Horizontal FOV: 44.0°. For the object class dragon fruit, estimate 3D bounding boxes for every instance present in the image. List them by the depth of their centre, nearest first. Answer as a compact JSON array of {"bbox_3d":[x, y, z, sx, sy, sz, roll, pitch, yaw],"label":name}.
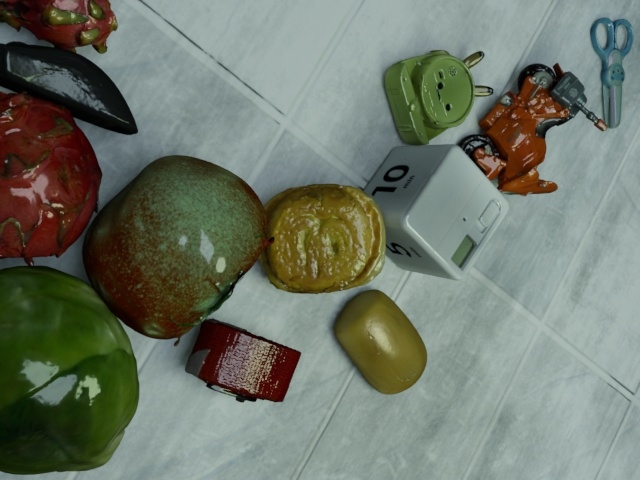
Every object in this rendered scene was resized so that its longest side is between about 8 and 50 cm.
[{"bbox_3d":[-0.435,-0.092,1.149,0.240,0.241,0.252,-22,80,-26],"label":"dragon fruit"},{"bbox_3d":[-0.411,-0.359,1.196,0.207,0.150,0.133,13,131,-25],"label":"dragon fruit"}]

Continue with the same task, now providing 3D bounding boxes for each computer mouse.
[{"bbox_3d":[-0.396,-0.243,1.206,0.264,0.147,0.088,19,84,-31],"label":"computer mouse"}]

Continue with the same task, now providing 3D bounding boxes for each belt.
[{"bbox_3d":[-0.140,0.221,1.404,0.200,0.128,0.124,24,82,-30],"label":"belt"}]

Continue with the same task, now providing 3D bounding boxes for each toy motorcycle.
[{"bbox_3d":[0.452,-0.221,1.691,0.221,0.148,0.326,42,80,-3],"label":"toy motorcycle"}]

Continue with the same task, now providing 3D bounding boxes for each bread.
[{"bbox_3d":[0.000,-0.003,1.431,0.236,0.120,0.198,-4,95,1],"label":"bread"},{"bbox_3d":[0.129,0.204,1.573,0.147,0.098,0.217,-49,116,-20],"label":"bread"}]

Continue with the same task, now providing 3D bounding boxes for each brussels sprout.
[{"bbox_3d":[-0.413,0.204,1.158,0.289,0.281,0.355,-29,138,-4],"label":"brussels sprout"}]

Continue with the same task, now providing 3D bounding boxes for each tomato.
[{"bbox_3d":[-0.233,0.004,1.262,0.239,0.303,0.303,43,73,-8],"label":"tomato"}]

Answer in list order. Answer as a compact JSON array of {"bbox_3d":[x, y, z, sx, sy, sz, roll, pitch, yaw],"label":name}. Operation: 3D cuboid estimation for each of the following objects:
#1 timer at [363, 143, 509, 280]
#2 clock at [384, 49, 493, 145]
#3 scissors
[{"bbox_3d":[0.208,-0.057,1.534,0.194,0.195,0.192,43,74,-26],"label":"timer"},{"bbox_3d":[0.246,-0.304,1.602,0.232,0.069,0.170,-28,107,-24],"label":"clock"},{"bbox_3d":[0.687,-0.392,1.864,0.125,0.030,0.256,-4,95,-27],"label":"scissors"}]
